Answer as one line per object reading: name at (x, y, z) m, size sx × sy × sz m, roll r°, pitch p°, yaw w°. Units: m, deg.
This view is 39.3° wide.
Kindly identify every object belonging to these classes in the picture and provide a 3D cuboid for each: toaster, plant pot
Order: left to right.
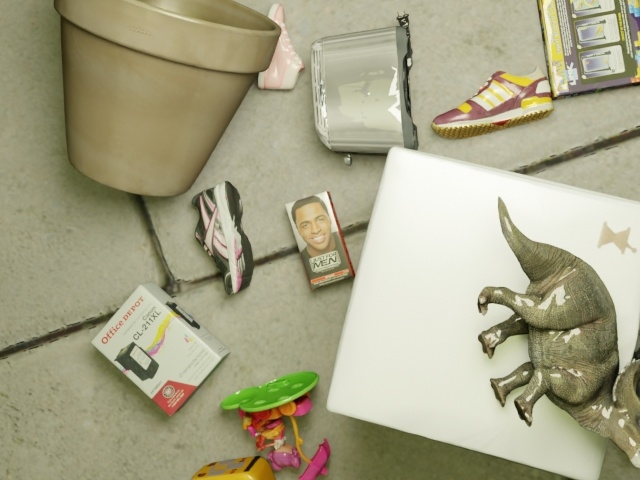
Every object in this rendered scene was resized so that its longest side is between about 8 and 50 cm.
plant pot at (-0.247, -0.226, 1.317) m, size 0.323 × 0.323 × 0.280 m, roll 20°, pitch 109°, yaw 6°
toaster at (0.067, -0.228, 1.348) m, size 0.147 × 0.129 × 0.226 m, roll -4°, pitch 92°, yaw 9°

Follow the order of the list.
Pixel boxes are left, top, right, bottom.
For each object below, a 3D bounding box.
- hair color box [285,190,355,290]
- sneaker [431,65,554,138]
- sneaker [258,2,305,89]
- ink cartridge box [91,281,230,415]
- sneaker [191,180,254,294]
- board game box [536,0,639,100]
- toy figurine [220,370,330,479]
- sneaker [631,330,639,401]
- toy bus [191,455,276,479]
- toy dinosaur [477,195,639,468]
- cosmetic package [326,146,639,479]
hair color box at (0.000, 0.000, 1.401) m, size 0.072 × 0.043 × 0.141 m, roll -18°, pitch 88°, yaw 8°
sneaker at (0.255, -0.211, 1.361) m, size 0.186 × 0.069 × 0.083 m, roll -11°, pitch 81°, yaw 1°
sneaker at (-0.054, -0.299, 1.400) m, size 0.070 × 0.051 × 0.134 m, roll 10°, pitch 95°, yaw 5°
ink cartridge box at (-0.253, 0.169, 1.419) m, size 0.175 × 0.072 × 0.127 m, roll 41°, pitch 96°, yaw 4°
sneaker at (-0.158, 0.000, 1.416) m, size 0.077 × 0.072 × 0.178 m, roll -12°, pitch 81°, yaw 19°
board game box at (0.407, -0.307, 1.346) m, size 0.141 × 0.048 × 0.170 m, roll -8°, pitch 90°, yaw 9°
toy figurine at (-0.056, 0.305, 1.389) m, size 0.173 × 0.130 × 0.159 m, roll -15°, pitch 99°, yaw 28°
sneaker at (0.493, 0.178, 1.320) m, size 0.153 × 0.101 × 0.268 m, roll -13°, pitch 95°, yaw 6°
toy bus at (-0.102, 0.512, 1.388) m, size 0.130 × 0.108 × 0.332 m, roll -10°, pitch 90°, yaw 7°
toy dinosaur at (0.257, 0.098, 0.957) m, size 0.160 × 0.121 × 0.313 m, roll -19°, pitch 84°, yaw -6°
cosmetic package at (0.219, 0.080, 1.201) m, size 0.328 × 0.394 × 0.329 m, roll 14°, pitch 92°, yaw 6°
